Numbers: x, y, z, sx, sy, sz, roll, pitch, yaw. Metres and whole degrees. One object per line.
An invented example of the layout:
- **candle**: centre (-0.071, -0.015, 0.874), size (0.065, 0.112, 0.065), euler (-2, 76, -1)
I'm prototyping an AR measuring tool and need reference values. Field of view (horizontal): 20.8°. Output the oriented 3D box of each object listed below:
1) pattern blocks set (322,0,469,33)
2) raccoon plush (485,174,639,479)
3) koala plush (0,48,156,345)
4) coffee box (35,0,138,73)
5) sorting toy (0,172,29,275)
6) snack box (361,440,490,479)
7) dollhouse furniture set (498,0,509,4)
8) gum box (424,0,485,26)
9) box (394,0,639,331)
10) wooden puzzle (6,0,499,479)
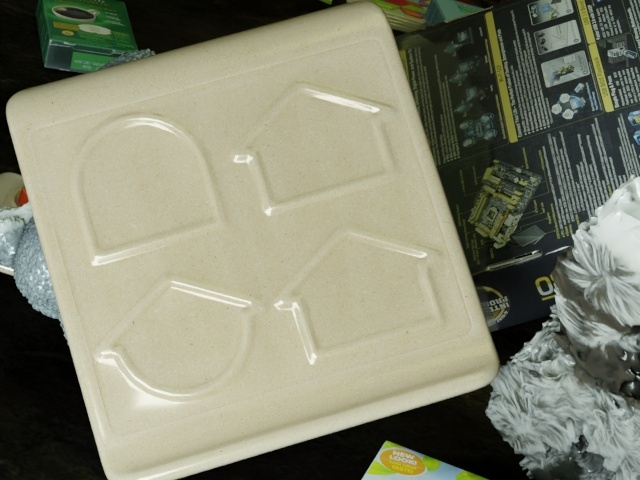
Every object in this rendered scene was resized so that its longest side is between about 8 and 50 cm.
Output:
- **pattern blocks set**: centre (0.118, -0.352, 2.594), size (0.285, 0.026, 0.325), euler (10, 26, -11)
- **raccoon plush**: centre (0.324, 0.058, 1.388), size (0.216, 0.446, 0.299), euler (43, 61, 14)
- **koala plush**: centre (-0.179, -0.010, 1.521), size (0.196, 0.203, 0.221), euler (42, 65, 7)
- **coffee box**: centre (-0.289, -0.255, 2.139), size (0.113, 0.040, 0.184), euler (7, 26, -18)
- **sorting toy**: centre (-0.232, -0.005, 1.650), size (0.208, 0.038, 0.193), euler (14, 25, -3)
- **snack box**: centre (0.111, 0.247, 1.283), size (0.207, 0.070, 0.174), euler (22, 26, 11)
- **dollhouse furniture set**: centre (0.281, -0.150, 2.051), size (0.201, 0.152, 0.374), euler (30, 22, -11)
- **gum box**: centre (0.241, -0.274, 2.453), size (0.157, 0.041, 0.184), euler (14, 29, -17)
- **box**: centre (0.240, -0.103, 1.754), size (0.318, 0.097, 0.395), euler (-16, 43, 10)
- **wooden puzzle**: centre (-0.057, 0.001, 1.407), size (0.322, 0.080, 0.348), euler (-16, 74, -7)
